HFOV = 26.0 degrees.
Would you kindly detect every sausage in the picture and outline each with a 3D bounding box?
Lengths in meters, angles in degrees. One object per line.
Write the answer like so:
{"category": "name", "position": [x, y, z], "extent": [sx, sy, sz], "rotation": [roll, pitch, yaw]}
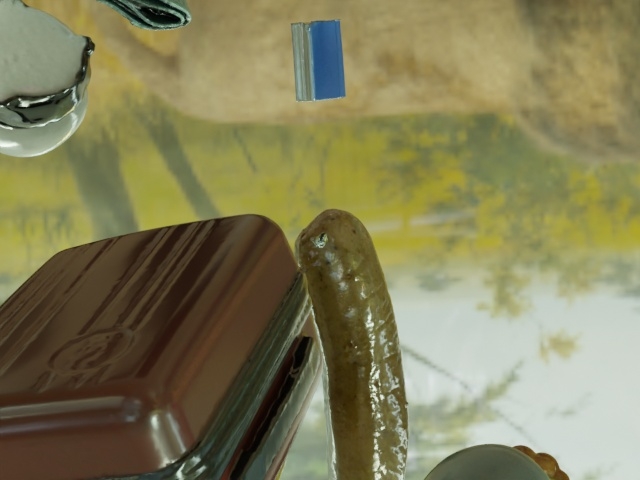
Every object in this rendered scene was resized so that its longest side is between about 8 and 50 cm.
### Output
{"category": "sausage", "position": [0.055, 0.200, 1.978], "extent": [0.136, 0.500, 0.123], "rotation": [-6, -168, 12]}

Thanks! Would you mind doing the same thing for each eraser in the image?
{"category": "eraser", "position": [-0.001, -0.190, 1.466], "extent": [0.027, 0.084, 0.063], "rotation": [2, -170, 36]}

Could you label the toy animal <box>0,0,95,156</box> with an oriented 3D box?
{"category": "toy animal", "position": [-0.418, -0.215, 1.933], "extent": [0.187, 0.165, 0.235], "rotation": [31, 158, -3]}

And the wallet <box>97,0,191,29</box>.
{"category": "wallet", "position": [-0.269, -0.364, 1.468], "extent": [0.054, 0.251, 0.290], "rotation": [-34, 150, 23]}

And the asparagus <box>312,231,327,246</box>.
{"category": "asparagus", "position": [0.000, 0.000, 1.371], "extent": [0.016, 0.013, 0.166], "rotation": [-34, 180, -3]}

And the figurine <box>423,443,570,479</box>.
{"category": "figurine", "position": [0.270, 0.368, 1.463], "extent": [0.382, 0.224, 0.205], "rotation": [27, -179, -12]}

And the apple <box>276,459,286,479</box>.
{"category": "apple", "position": [-0.176, 0.245, 1.776], "extent": [0.286, 0.286, 0.233], "rotation": [-3, 175, -2]}

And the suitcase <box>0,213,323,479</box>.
{"category": "suitcase", "position": [-0.135, 0.112, 0.982], "extent": [0.236, 0.161, 0.297], "rotation": [-10, -159, 21]}
